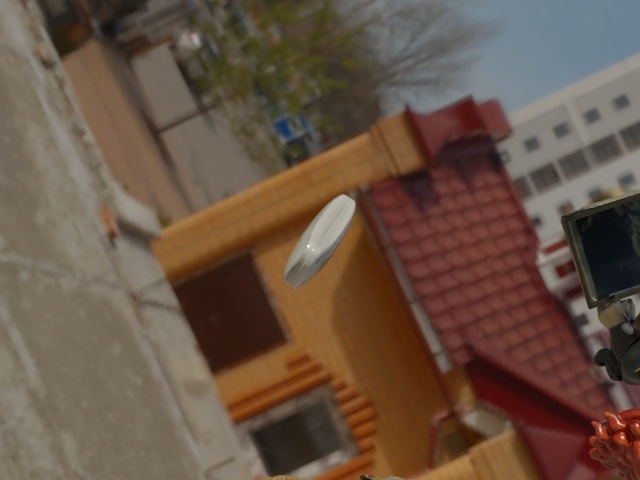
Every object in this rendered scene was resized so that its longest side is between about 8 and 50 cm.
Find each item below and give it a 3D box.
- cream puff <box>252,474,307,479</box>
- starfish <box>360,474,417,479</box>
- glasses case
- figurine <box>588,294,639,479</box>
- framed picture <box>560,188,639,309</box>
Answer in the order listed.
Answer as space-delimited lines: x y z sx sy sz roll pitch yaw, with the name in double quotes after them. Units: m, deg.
-0.015 0.358 1.644 0.169 0.183 0.183 -14 -75 52 "cream puff"
0.040 0.383 2.148 0.138 0.247 0.050 114 -30 -77 "starfish"
0.000 0.000 1.938 0.049 0.076 0.197 33 34 1 "glasses case"
0.580 0.246 2.238 0.241 0.306 0.412 31 62 -71 "figurine"
0.576 0.000 2.541 0.023 0.259 0.189 -94 166 -72 "framed picture"
